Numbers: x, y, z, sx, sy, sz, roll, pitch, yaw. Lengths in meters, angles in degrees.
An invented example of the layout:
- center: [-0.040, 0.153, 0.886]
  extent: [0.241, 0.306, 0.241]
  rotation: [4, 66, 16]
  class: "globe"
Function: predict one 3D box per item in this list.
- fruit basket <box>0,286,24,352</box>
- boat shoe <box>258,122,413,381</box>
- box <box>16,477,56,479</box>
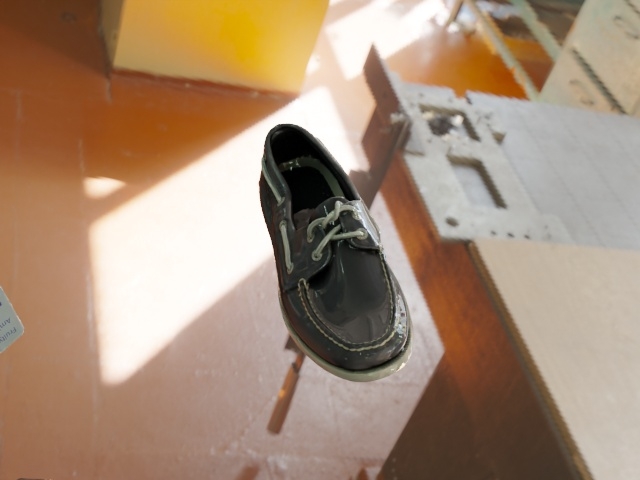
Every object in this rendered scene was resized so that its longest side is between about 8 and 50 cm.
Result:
- center: [-0.559, 0.090, 1.166]
  extent: [0.353, 0.327, 0.165]
  rotation: [50, 0, 36]
  class: "fruit basket"
- center: [0.000, 0.000, 0.600]
  extent: [0.075, 0.065, 0.206]
  rotation: [-18, 42, -4]
  class: "boat shoe"
- center: [-0.080, 0.249, 0.550]
  extent: [0.203, 0.168, 0.167]
  rotation: [8, 7, -24]
  class: "box"
